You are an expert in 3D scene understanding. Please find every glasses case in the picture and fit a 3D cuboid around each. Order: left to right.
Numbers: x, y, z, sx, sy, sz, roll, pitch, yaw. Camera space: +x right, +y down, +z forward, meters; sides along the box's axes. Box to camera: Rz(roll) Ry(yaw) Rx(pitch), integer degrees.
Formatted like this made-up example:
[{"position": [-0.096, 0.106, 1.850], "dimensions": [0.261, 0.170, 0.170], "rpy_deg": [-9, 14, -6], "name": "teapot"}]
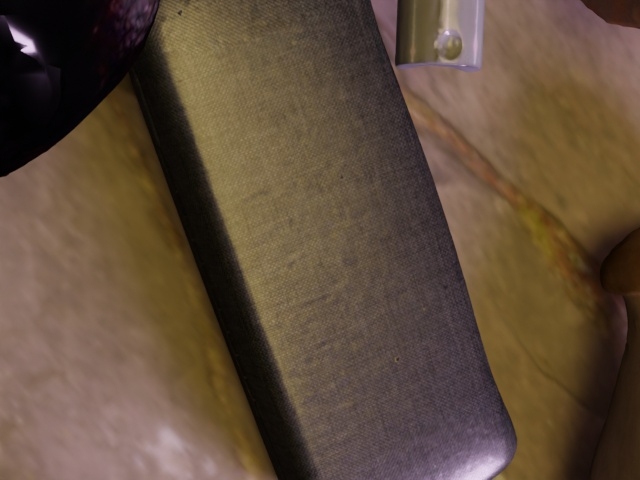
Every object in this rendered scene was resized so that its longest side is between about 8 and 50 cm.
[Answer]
[{"position": [0.000, 0.000, 0.653], "dimensions": [0.131, 0.074, 0.323], "rpy_deg": [-22, 101, -16], "name": "glasses case"}]

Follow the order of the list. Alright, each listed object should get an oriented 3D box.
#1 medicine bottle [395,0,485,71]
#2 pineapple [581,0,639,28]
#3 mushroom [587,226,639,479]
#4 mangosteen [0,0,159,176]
[{"position": [0.069, -0.266, 0.639], "dimensions": [0.110, 0.110, 0.351], "rpy_deg": [1, 94, -20], "name": "medicine bottle"}, {"position": [0.279, -0.250, 0.705], "dimensions": [0.340, 0.169, 0.169], "rpy_deg": [-36, 105, -23], "name": "pineapple"}, {"position": [0.218, 0.161, 0.723], "dimensions": [0.128, 0.128, 0.350], "rpy_deg": [2, 89, -20], "name": "mushroom"}, {"position": [-0.188, -0.156, 0.494], "dimensions": [0.233, 0.287, 0.287], "rpy_deg": [-37, 109, 24], "name": "mangosteen"}]
